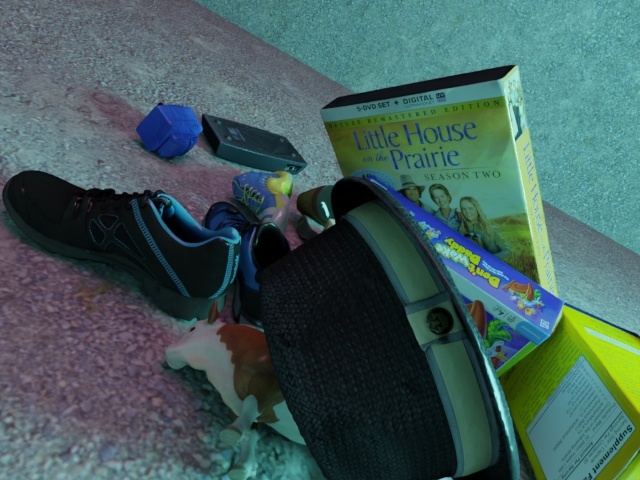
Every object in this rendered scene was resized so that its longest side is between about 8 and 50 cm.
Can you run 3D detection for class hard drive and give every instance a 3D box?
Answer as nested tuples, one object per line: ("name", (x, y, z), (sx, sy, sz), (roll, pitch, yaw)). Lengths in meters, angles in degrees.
("hard drive", (-0.172, -0.241, 1.299), (0.254, 0.054, 0.172), (8, 33, -38))

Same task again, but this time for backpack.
("backpack", (-0.316, -0.233, 1.094), (0.101, 0.098, 0.120), (60, 28, -2))

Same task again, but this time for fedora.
("fedora", (0.035, 0.114, 0.484), (0.152, 0.334, 0.334), (-21, 43, -9))

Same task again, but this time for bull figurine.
("bull figurine", (-0.038, 0.190, 0.592), (0.310, 0.101, 0.188), (22, 30, -10))

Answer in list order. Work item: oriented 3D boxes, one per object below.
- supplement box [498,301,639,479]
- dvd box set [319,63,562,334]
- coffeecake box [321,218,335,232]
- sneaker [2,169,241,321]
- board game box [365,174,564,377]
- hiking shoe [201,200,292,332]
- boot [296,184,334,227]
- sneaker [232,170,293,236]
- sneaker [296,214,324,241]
("supplement box", (0.438, 0.274, 0.772), (0.195, 0.194, 0.356), (23, 21, -4))
("dvd box set", (0.195, -0.044, 0.815), (0.307, 0.421, 0.062), (4, 37, 41))
("coffeecake box", (0.029, 0.085, 0.749), (0.068, 0.186, 0.142), (6, 34, -39))
("sneaker", (-0.267, -0.027, 0.706), (0.340, 0.140, 0.125), (27, 27, -3))
("board game box", (0.171, 0.082, 0.838), (0.347, 0.233, 0.078), (35, 51, 13))
("hiking shoe", (-0.101, 0.014, 0.809), (0.113, 0.132, 0.304), (8, 33, -38))
("boot", (0.080, -0.044, 1.150), (0.305, 0.112, 0.115), (26, -12, -33))
("sneaker", (-0.125, -0.073, 1.030), (0.126, 0.091, 0.240), (7, 28, -3))
("sneaker", (0.000, 0.000, 1.035), (0.061, 0.054, 0.152), (18, 27, -29))
